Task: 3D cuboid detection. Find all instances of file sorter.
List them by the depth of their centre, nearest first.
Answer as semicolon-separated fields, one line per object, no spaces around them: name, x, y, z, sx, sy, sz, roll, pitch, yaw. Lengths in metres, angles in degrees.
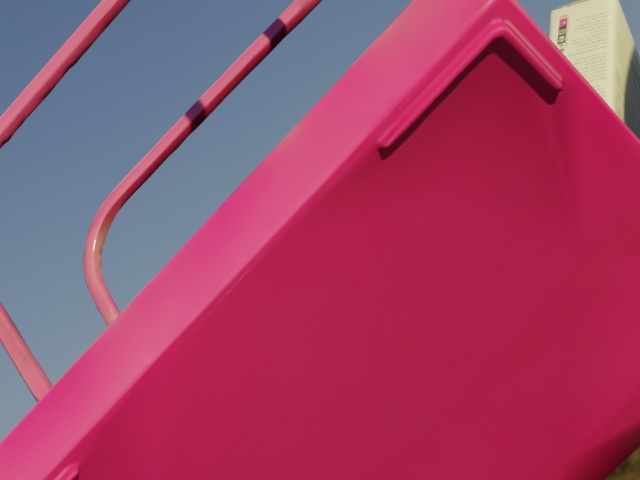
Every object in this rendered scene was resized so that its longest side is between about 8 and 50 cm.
file sorter;0.000;0.000;0.483;0.202;0.182;0.291;-46;-34;10

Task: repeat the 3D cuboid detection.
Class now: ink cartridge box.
ink cartridge box;0.261;0.017;1.095;0.071;0.324;0.330;-13;37;25
